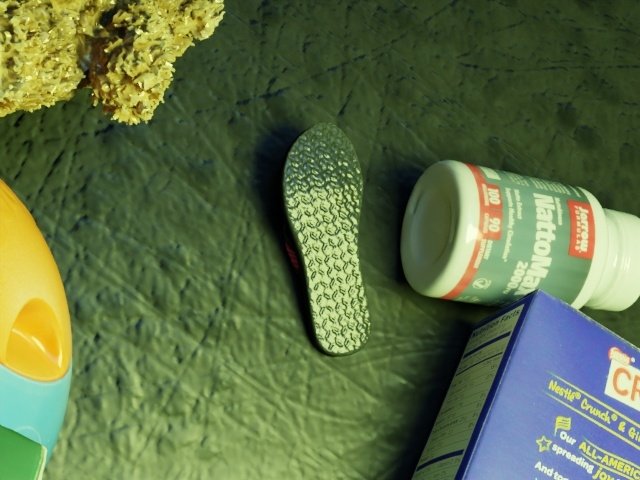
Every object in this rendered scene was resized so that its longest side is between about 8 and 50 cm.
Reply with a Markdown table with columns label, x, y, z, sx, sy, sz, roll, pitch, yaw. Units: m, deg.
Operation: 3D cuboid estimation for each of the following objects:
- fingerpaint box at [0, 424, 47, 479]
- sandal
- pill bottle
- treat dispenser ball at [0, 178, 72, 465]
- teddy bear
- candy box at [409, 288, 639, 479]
| label | x | y | z | sx | sy | sz | roll | pitch | yaw |
| --- | --- | --- | --- | --- | --- | --- | --- | --- | --- |
| fingerpaint box | -0.397 | 0.197 | 0.696 | 0.371 | 0.445 | 0.163 | 29 | 29 | -15 |
| sandal | 0.000 | 0.000 | 1.181 | 0.067 | 0.040 | 0.179 | -7 | 93 | -22 |
| pill bottle | 0.164 | 0.003 | 1.214 | 0.180 | 0.108 | 0.108 | 9 | 71 | -23 |
| treat dispenser ball | -0.286 | 0.066 | 0.874 | 0.288 | 0.288 | 0.288 | 8 | 72 | -24 |
| teddy bear | -0.201 | -0.133 | 1.023 | 0.245 | 0.338 | 0.113 | 2 | 110 | 6 |
| candy box | 0.190 | 0.242 | 1.148 | 0.268 | 0.122 | 0.317 | 32 | 65 | -13 |
